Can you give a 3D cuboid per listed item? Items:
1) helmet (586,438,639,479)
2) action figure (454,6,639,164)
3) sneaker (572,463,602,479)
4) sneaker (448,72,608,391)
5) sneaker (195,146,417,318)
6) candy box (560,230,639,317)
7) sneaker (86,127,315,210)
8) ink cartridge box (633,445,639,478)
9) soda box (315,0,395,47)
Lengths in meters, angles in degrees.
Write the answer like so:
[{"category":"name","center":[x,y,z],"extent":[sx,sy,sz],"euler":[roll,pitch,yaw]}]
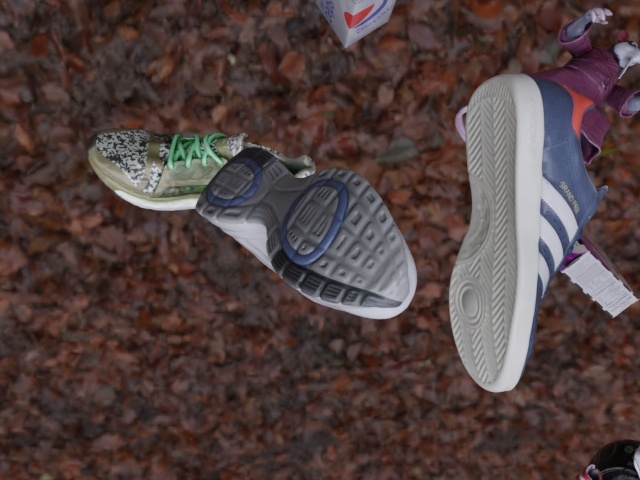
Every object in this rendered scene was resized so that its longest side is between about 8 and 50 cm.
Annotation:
[{"category":"helmet","center":[0.522,0.420,1.364],"extent":[0.169,0.169,0.161],"euler":[-29,170,28]},{"category":"action figure","center":[0.479,-0.266,1.493],"extent":[0.248,0.370,0.275],"euler":[53,146,-5]},{"category":"sneaker","center":[0.416,0.378,1.233],"extent":[0.118,0.042,0.067],"euler":[24,114,-43]},{"category":"sneaker","center":[0.241,-0.004,0.900],"extent":[0.148,0.131,0.350],"euler":[-1,103,-27]},{"category":"sneaker","center":[0.000,0.000,0.751],"extent":[0.111,0.297,0.129],"euler":[-48,125,-6]},{"category":"candy box","center":[0.528,0.039,1.631],"extent":[0.071,0.159,0.233],"euler":[-40,132,18]},{"category":"sneaker","center":[-0.189,-0.143,1.404],"extent":[0.410,0.158,0.182],"euler":[12,142,-18]},{"category":"ink cartridge box","center":[0.630,0.365,1.167],"extent":[0.278,0.117,0.201],"euler":[-13,104,48]},{"category":"soda box","center":[0.058,-0.390,1.226],"extent":[0.091,0.098,0.286],"euler":[-33,179,-4]}]
